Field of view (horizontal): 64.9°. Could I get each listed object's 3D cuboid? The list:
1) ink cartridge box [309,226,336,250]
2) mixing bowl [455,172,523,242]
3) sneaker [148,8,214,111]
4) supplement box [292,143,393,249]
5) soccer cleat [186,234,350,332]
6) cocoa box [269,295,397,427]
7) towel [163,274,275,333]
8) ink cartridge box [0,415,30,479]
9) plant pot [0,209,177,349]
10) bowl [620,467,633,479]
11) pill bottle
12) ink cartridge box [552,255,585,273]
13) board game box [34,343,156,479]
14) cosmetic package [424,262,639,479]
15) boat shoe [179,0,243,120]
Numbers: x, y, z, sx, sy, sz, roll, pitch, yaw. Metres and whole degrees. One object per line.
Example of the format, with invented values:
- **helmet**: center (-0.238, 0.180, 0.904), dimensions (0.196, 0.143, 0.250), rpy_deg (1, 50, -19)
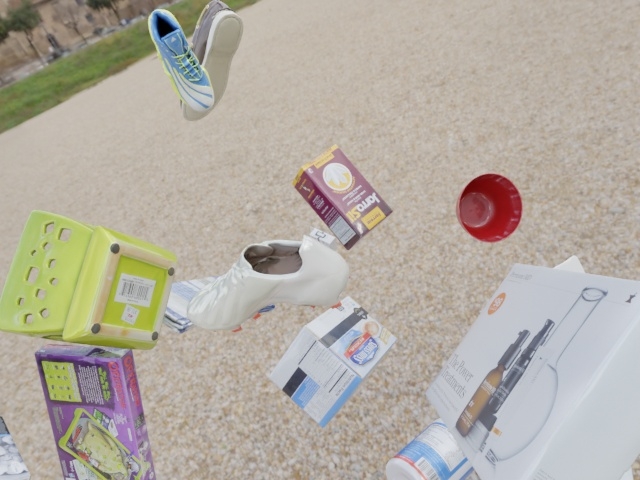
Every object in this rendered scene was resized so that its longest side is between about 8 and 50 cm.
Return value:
- **ink cartridge box**: center (0.000, 0.000, 1.347), dimensions (0.083, 0.048, 0.028), rpy_deg (25, 56, 26)
- **mixing bowl**: center (0.434, -0.084, 1.350), dimensions (0.181, 0.182, 0.098), rpy_deg (-30, 4, -8)
- **sneaker**: center (-0.322, -0.405, 1.138), dimensions (0.091, 0.240, 0.126), rpy_deg (-30, 14, -1)
- **supplement box**: center (0.044, -0.090, 1.049), dimensions (0.104, 0.188, 0.081), rpy_deg (-38, -5, -27)
- **soccer cleat**: center (-0.063, 0.037, 0.469), dimensions (0.196, 0.076, 0.068), rpy_deg (-16, 41, 33)
- **cocoa box**: center (0.052, 0.370, 1.596), dimensions (0.232, 0.228, 0.347), rpy_deg (-57, -16, 22)
- **towel**: center (-0.270, 0.141, 1.186), dimensions (0.209, 0.034, 0.284), rpy_deg (22, 19, 38)
- **ink cartridge box**: center (-0.605, 0.359, 0.803), dimensions (0.208, 0.045, 0.206), rpy_deg (5, 10, -45)
- **plant pot**: center (-0.408, 0.085, 0.929), dimensions (0.207, 0.228, 0.227), rpy_deg (5, 76, 28)
- **bowl**: center (0.468, 0.480, 1.035), dimensions (0.297, 0.298, 0.134), rpy_deg (-34, -1, -16)
- **pill bottle**: center (0.253, 0.454, 1.056), dimensions (0.221, 0.125, 0.124), rpy_deg (-24, 22, -34)
- **ink cartridge box**: center (0.664, 0.230, 1.390), dimensions (0.207, 0.354, 0.119), rpy_deg (-30, 9, -5)
- **board game box**: center (-0.471, 0.389, 1.068), dimensions (0.208, 0.347, 0.056), rpy_deg (2, 16, 18)
- **cosmetic package**: center (0.296, 0.180, 0.695), dimensions (0.285, 0.097, 0.377), rpy_deg (-53, 1, 0)
- **boat shoe**: center (-0.311, -0.478, 1.360), dimensions (0.116, 0.324, 0.097), rpy_deg (-10, 51, -45)
